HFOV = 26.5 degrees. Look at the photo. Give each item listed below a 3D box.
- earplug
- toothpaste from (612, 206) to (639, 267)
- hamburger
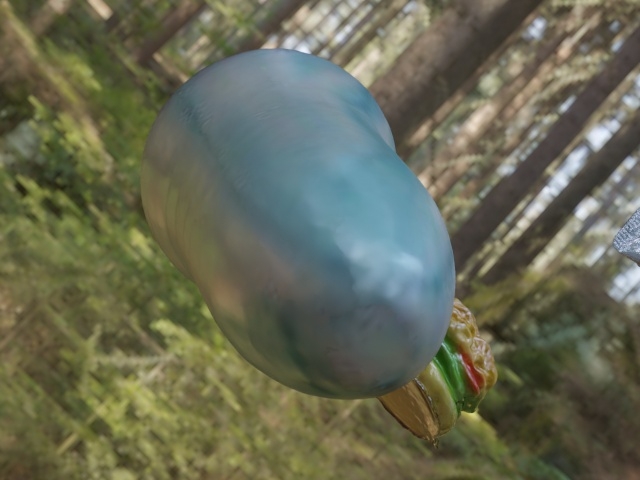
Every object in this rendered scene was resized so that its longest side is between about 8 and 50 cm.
[{"bbox_3d":[0.000,0.000,0.814,0.185,0.185,0.324,48,1,-21],"label":"earplug"},{"bbox_3d":[0.454,0.055,1.417,0.299,0.114,0.073,38,-16,16],"label":"toothpaste"},{"bbox_3d":[0.147,0.155,1.909,0.237,0.149,0.237,47,-18,20],"label":"hamburger"}]
